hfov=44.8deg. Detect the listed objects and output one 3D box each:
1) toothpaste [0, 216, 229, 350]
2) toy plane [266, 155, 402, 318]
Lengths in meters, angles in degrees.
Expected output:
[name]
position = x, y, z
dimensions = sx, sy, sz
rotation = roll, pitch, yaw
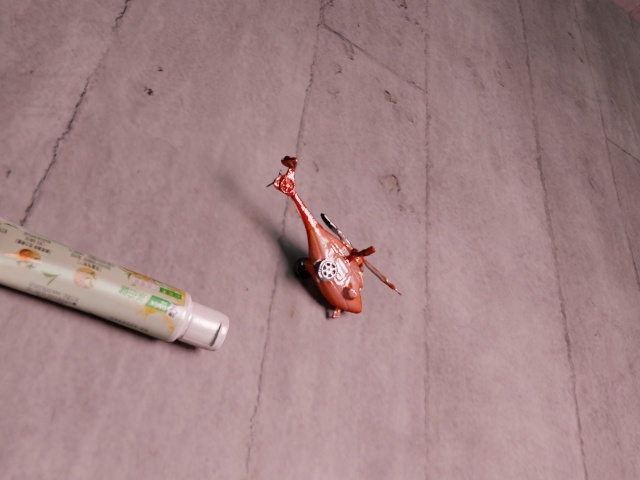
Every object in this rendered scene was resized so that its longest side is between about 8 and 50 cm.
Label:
[toothpaste]
position = -0.230, 0.032, 0.709
dimensions = 0.314, 0.058, 0.056
rotation = 24, 90, -20
[toy plane]
position = 0.004, 0.001, 0.884
dimensions = 0.077, 0.126, 0.194
rotation = -38, 127, -22
